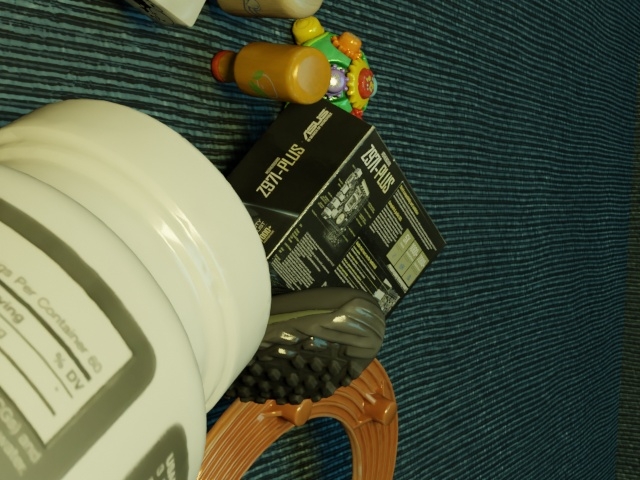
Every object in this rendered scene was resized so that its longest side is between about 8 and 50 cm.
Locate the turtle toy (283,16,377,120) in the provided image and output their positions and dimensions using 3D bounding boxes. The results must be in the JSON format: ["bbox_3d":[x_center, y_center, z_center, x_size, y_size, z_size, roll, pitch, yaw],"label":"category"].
[{"bbox_3d":[0.007,-0.117,0.945,0.095,0.066,0.130,62,41,-47],"label":"turtle toy"}]

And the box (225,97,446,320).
[{"bbox_3d":[0.000,0.000,0.877,0.147,0.077,0.180,-51,145,-8],"label":"box"}]

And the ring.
[{"bbox_3d":[-0.027,0.239,0.879,0.336,0.032,0.337,-36,136,-45],"label":"ring"}]

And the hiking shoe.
[{"bbox_3d":[-0.055,0.035,0.684,0.086,0.226,0.114,35,56,-41],"label":"hiking shoe"}]

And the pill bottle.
[{"bbox_3d":[-0.174,0.093,0.456,0.363,0.210,0.210,-49,135,-51],"label":"pill bottle"}]

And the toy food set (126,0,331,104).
[{"bbox_3d":[-0.087,-0.186,0.755,0.232,0.104,0.111,32,78,-41],"label":"toy food set"}]
